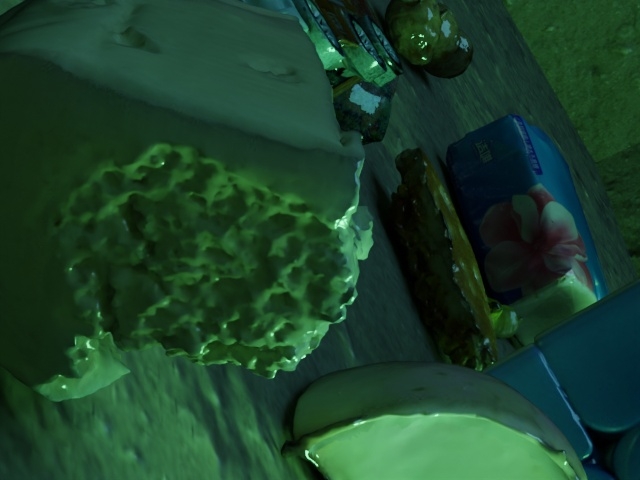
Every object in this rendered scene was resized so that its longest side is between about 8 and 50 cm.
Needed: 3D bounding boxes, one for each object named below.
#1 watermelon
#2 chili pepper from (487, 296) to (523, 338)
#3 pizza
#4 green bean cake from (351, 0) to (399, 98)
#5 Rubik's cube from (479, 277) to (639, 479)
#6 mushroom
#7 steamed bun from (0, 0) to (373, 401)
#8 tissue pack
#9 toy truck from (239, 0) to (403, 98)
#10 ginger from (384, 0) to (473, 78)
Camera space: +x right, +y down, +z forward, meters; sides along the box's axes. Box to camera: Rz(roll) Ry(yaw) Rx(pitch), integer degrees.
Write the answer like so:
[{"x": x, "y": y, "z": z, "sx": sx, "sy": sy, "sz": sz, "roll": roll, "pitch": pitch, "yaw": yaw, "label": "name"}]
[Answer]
[{"x": 0.020, "y": -0.128, "z": 1.324, "sx": 0.072, "sy": 0.092, "sz": 0.084, "roll": 15, "pitch": -48, "yaw": 58, "label": "watermelon"}, {"x": 0.178, "y": 0.081, "z": 1.549, "sx": 0.049, "sy": 0.043, "sz": 0.208, "roll": 35, "pitch": 3, "yaw": 16, "label": "chili pepper"}, {"x": 0.118, "y": 0.025, "z": 1.426, "sx": 0.246, "sy": 0.058, "sz": 0.127, "roll": 68, "pitch": 15, "yaw": 7, "label": "pizza"}, {"x": 0.029, "y": -0.205, "z": 1.491, "sx": 0.135, "sy": 0.056, "sz": 0.135, "roll": 60, "pitch": 15, "yaw": -16, "label": "green bean cake"}, {"x": 0.291, "y": 0.190, "z": 1.175, "sx": 0.290, "sy": 0.292, "sz": 0.291, "roll": 60, "pitch": 3, "yaw": 13, "label": "Rubik's cube"}, {"x": 0.107, "y": 0.159, "z": 0.993, "sx": 0.236, "sy": 0.162, "sz": 0.173, "roll": 61, "pitch": 18, "yaw": -19, "label": "mushroom"}, {"x": -0.075, "y": -0.025, "z": 0.669, "sx": 0.225, "sy": 0.200, "sz": 0.170, "roll": -81, "pitch": -177, "yaw": -67, "label": "steamed bun"}, {"x": 0.272, "y": 0.003, "z": 1.811, "sx": 0.209, "sy": 0.137, "sz": 0.269, "roll": 48, "pitch": 22, "yaw": -49, "label": "tissue pack"}, {"x": -0.054, "y": -0.155, "z": 1.011, "sx": 0.162, "sy": 0.136, "sz": 0.305, "roll": 59, "pitch": 13, "yaw": 4, "label": "toy truck"}, {"x": 0.144, "y": -0.268, "z": 1.921, "sx": 0.204, "sy": 0.080, "sz": 0.104, "roll": 15, "pitch": 66, "yaw": -67, "label": "ginger"}]
